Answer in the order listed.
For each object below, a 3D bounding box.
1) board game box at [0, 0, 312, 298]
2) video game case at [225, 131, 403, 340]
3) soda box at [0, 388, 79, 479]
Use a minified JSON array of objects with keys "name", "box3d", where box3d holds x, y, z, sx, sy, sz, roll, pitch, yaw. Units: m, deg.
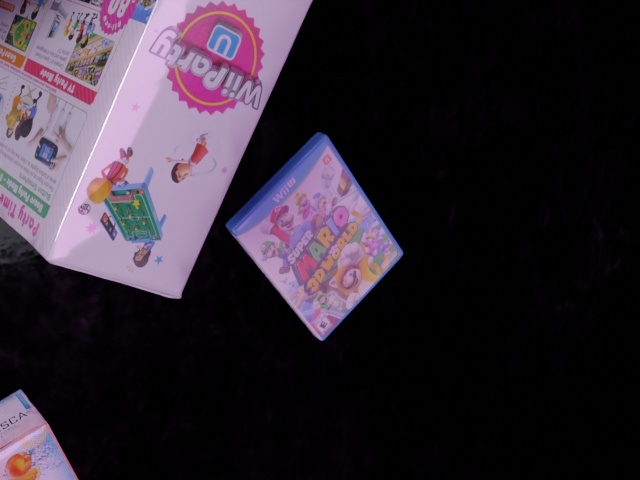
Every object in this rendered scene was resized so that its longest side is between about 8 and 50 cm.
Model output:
[{"name":"board game box","box3d":[-0.116,-0.150,0.595,0.097,0.224,0.303,21,96,-43]},{"name":"video game case","box3d":[0.000,0.000,0.884,0.119,0.015,0.166,-46,129,-12]},{"name":"soda box","box3d":[-0.218,0.211,0.776,0.058,0.063,0.183,-32,126,-23]}]
